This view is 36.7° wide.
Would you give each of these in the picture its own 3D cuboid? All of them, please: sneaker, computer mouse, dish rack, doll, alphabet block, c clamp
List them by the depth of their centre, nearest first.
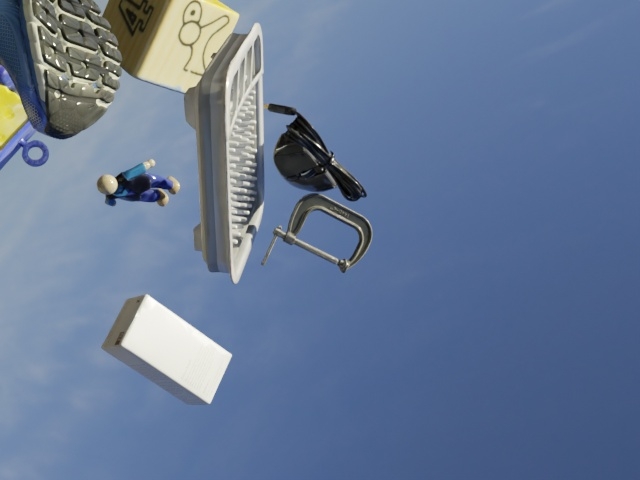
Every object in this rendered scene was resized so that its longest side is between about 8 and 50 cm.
[{"bbox_3d":[-0.318,-0.227,1.010,0.147,0.130,0.330,-36,-120,18],"label":"sneaker"},{"bbox_3d":[-0.138,-0.132,1.423,0.072,0.333,0.285,3,-151,5],"label":"dish rack"},{"bbox_3d":[-0.044,-0.137,1.488,0.060,0.184,0.262,-44,-154,-7],"label":"computer mouse"},{"bbox_3d":[0.000,0.000,1.522,0.137,0.161,0.022,-71,-163,-5],"label":"c clamp"},{"bbox_3d":[-0.350,-0.104,1.821,0.129,0.046,0.189,-44,157,24],"label":"doll"},{"bbox_3d":[-0.320,-0.434,1.980,0.193,0.192,0.197,39,-73,35],"label":"alphabet block"}]

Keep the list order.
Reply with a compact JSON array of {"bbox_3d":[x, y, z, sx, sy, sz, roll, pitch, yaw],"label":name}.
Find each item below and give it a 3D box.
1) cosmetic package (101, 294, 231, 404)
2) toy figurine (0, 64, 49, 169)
[{"bbox_3d":[-0.294,0.214,1.858,0.085,0.231,0.117,-14,-136,48],"label":"cosmetic package"},{"bbox_3d":[-0.477,-0.163,1.322,0.362,0.217,0.191,-54,-163,-20],"label":"toy figurine"}]
